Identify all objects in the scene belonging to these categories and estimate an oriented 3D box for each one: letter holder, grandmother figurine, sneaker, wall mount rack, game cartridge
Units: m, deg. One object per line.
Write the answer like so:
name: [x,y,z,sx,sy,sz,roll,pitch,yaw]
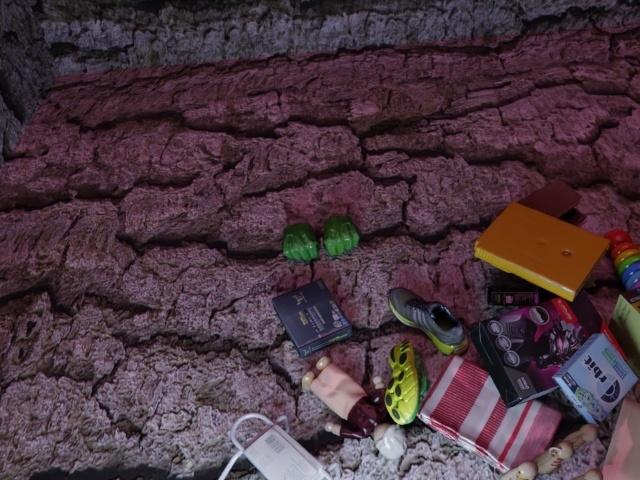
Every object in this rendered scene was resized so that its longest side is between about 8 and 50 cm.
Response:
letter holder: [0.751,-0.037,2.062,0.302,0.152,0.214,-27,49,-18]
grandmother figurine: [0.107,0.460,1.697,0.207,0.104,0.342,-50,56,-1]
sneaker: [0.330,0.219,1.883,0.111,0.121,0.300,-36,50,-26]
sneaker: [0.252,0.390,1.688,0.109,0.123,0.295,-39,16,26]
wall mount rack: [-0.128,0.614,1.555,0.304,0.130,0.350,-35,50,-29]
game cartridge: [0.663,0.023,1.865,0.324,0.052,0.285,27,48,30]

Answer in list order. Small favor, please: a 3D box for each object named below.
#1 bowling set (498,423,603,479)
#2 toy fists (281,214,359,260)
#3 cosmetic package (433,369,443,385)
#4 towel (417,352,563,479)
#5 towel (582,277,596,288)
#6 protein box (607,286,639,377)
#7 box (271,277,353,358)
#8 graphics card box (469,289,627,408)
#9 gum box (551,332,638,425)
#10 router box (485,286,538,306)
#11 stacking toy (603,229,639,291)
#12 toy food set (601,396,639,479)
bowling set: [0.587,0.566,1.442,0.287,0.154,0.199,-23,61,-24]
toy fists: [0.000,0.000,2.182,0.279,0.096,0.142,-10,34,1]
cosmetic package: [0.379,0.418,1.729,0.115,0.041,0.060,24,52,29]
towel: [0.449,0.461,1.635,0.329,0.037,0.237,29,54,19]
towel: [0.830,0.133,1.974,0.083,0.009,0.060,-13,45,-4]
protein box: [0.922,0.258,1.695,0.136,0.199,0.201,-17,44,-10]
box: [-0.029,0.242,1.960,0.184,0.059,0.232,-22,45,-12]
graphics card box: [0.625,0.291,1.701,0.371,0.094,0.232,-13,62,-18]
gum box: [0.716,0.359,1.607,0.184,0.041,0.157,-37,90,-20]
router box: [0.577,0.169,1.872,0.133,0.046,0.179,0,0,10]
stacking toy: [0.977,0.081,1.925,0.141,0.141,0.330,-9,40,0]
toy food set: [0.812,0.553,1.504,0.220,0.092,0.306,21,58,24]
